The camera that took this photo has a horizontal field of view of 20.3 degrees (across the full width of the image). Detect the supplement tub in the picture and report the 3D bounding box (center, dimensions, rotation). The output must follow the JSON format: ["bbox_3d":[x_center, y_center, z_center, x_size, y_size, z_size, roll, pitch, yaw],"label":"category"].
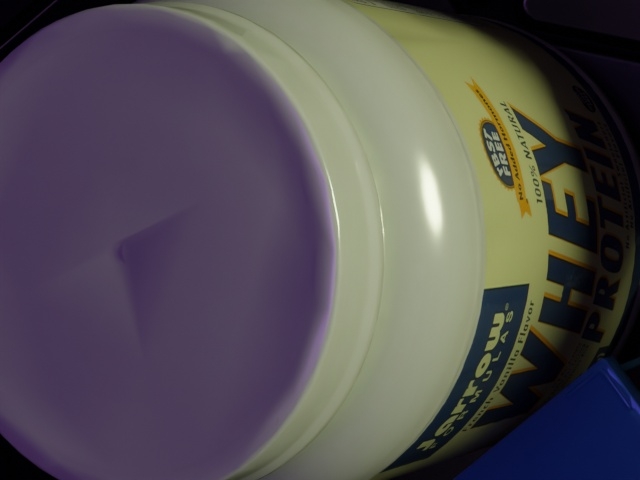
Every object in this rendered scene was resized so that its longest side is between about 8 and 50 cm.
[{"bbox_3d":[0.000,0.000,0.845,0.235,0.325,0.235,1,93,29],"label":"supplement tub"}]

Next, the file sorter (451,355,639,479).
[{"bbox_3d":[0.137,0.148,0.891,0.170,0.104,0.118,-44,71,29],"label":"file sorter"}]
